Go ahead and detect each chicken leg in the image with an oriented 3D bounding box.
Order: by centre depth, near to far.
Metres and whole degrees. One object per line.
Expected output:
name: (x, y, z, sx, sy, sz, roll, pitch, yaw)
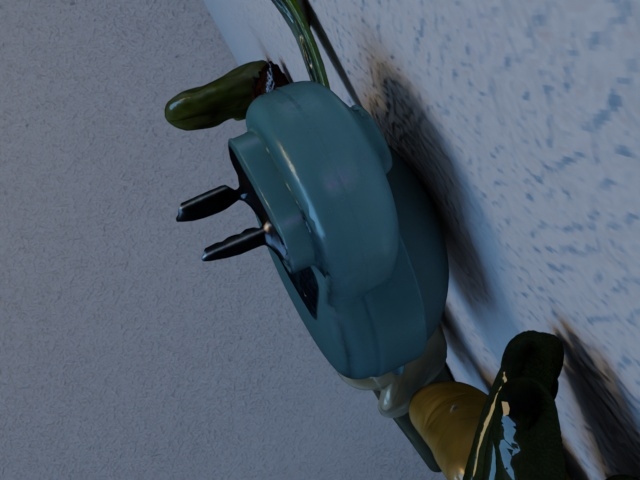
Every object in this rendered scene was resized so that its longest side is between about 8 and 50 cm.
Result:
chicken leg: (-0.070, -0.219, 1.124, 0.105, 0.063, 0.234, 57, 178, -11)

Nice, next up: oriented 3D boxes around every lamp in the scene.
lamp: (0.011, -0.006, 0.542, 0.209, 0.147, 0.284, 58, -174, 25)

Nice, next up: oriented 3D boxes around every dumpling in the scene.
dumpling: (0.081, 0.123, 0.853, 0.250, 0.132, 0.162, 62, -163, -71)

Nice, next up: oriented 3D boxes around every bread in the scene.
bread: (0.161, 0.207, 0.686, 0.142, 0.091, 0.305, 58, 179, 0)

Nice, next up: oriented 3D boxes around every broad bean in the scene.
broad bean: (-0.162, -0.244, 1.241, 0.072, 0.207, 0.153, 58, 154, 12)

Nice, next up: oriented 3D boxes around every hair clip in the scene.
hair clip: (-0.023, -0.181, 0.605, 0.188, 0.033, 0.060, 63, 176, -10)

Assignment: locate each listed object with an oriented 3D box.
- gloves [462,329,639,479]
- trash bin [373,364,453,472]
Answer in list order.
gloves: (0.141, 0.165, 0.428, 0.135, 0.107, 0.268, 13, 139, 43)
trash bin: (0.168, 0.264, 1.236, 0.240, 0.122, 0.164, 59, 179, -35)
